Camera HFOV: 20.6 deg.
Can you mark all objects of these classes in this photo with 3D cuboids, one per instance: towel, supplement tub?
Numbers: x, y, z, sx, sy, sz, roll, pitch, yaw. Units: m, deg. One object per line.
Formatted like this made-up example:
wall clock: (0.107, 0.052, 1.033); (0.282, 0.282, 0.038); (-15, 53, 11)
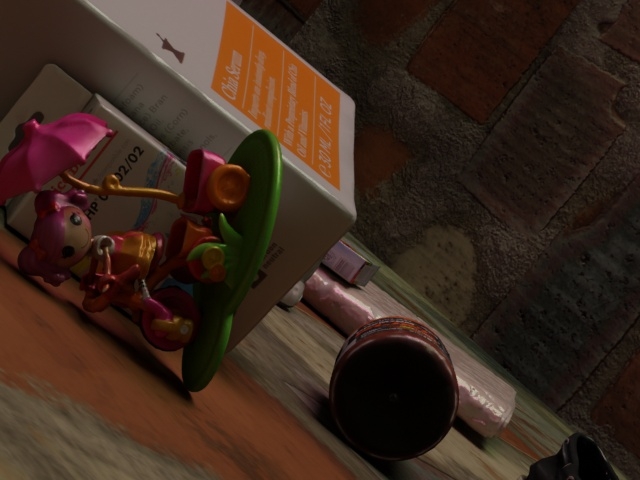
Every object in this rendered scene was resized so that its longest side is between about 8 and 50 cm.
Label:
towel: (0.099, 0.121, 2.195); (0.331, 0.053, 0.317); (36, 4, 7)
supplement tub: (0.060, 0.118, 1.471); (0.106, 0.106, 0.198); (39, 3, 0)

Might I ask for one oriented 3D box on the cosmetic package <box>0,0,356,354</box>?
cosmetic package: (-0.189, -0.145, 1.320); (0.453, 0.161, 0.230); (37, 22, -17)

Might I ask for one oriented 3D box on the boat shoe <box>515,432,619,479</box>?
boat shoe: (0.293, 0.280, 1.725); (0.127, 0.113, 0.340); (38, 4, -14)

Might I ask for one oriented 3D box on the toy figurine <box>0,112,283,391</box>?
toy figurine: (-0.127, -0.008, 1.093); (0.159, 0.173, 0.130); (17, -6, -20)

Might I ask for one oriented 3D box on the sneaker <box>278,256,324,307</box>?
sneaker: (-0.090, -0.044, 1.842); (0.262, 0.121, 0.099); (37, 3, -34)

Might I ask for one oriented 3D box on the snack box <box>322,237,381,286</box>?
snack box: (0.000, 0.000, 2.115); (0.141, 0.037, 0.100); (37, 3, 11)

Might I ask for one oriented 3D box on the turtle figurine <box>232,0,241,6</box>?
turtle figurine: (-0.137, -0.163, 1.594); (0.197, 0.274, 0.266); (12, -55, 31)

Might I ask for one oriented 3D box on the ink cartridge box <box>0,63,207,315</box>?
ink cartridge box: (-0.141, -0.025, 1.200); (0.181, 0.104, 0.061); (37, 3, -16)
